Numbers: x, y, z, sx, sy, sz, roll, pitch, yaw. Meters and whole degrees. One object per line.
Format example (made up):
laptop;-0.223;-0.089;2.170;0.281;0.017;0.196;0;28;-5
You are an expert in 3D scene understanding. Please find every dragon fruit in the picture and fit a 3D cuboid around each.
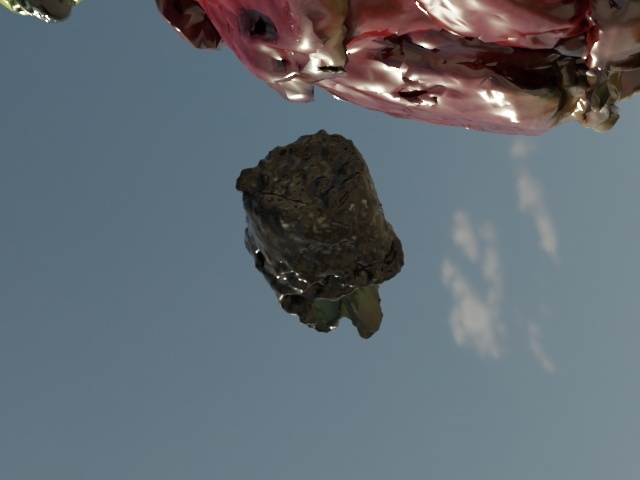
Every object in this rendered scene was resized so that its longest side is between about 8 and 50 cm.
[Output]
dragon fruit;0.045;-0.204;0.529;0.329;0.329;0.329;44;-146;-40

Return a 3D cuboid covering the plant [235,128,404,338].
plant;0.000;0.000;1.303;0.142;0.131;0.203;53;170;45

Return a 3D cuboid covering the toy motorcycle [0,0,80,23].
toy motorcycle;-0.357;-0.362;1.370;0.342;0.142;0.206;45;-147;-34
